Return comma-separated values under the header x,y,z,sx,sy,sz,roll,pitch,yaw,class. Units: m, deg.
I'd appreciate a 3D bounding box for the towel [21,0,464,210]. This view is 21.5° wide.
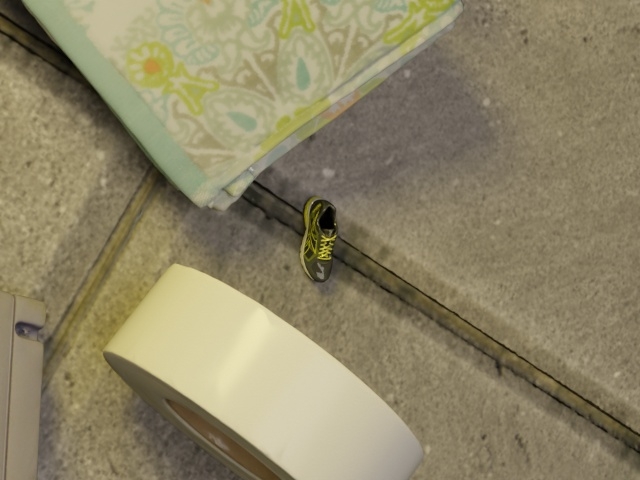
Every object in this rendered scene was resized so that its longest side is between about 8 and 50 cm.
x,y,z,sx,sy,sz,roll,pitch,yaw,class
-0.086,-0.243,1.476,0.320,0.090,0.374,-38,120,0,towel

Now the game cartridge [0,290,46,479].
x,y,z,sx,sy,sz,roll,pitch,yaw,class
-0.337,0.199,1.374,0.230,0.068,0.355,16,65,-38,game cartridge

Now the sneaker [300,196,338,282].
x,y,z,sx,sy,sz,roll,pitch,yaw,class
0.000,0.000,1.627,0.031,0.035,0.083,-6,96,-25,sneaker

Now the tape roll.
x,y,z,sx,sy,sz,roll,pitch,yaw,class
-0.049,0.146,1.476,0.286,0.286,0.100,43,75,-22,tape roll
